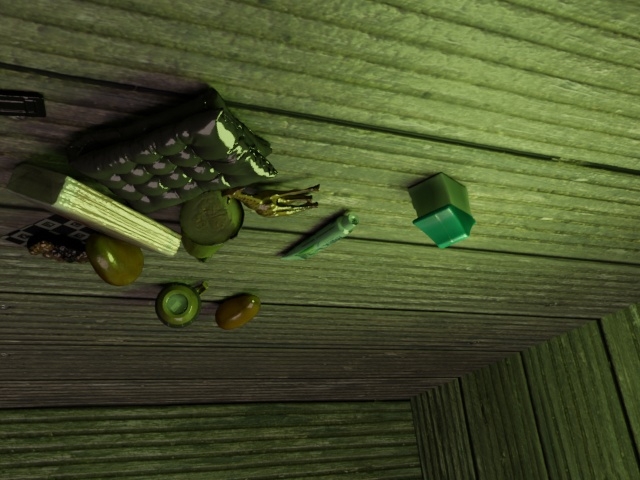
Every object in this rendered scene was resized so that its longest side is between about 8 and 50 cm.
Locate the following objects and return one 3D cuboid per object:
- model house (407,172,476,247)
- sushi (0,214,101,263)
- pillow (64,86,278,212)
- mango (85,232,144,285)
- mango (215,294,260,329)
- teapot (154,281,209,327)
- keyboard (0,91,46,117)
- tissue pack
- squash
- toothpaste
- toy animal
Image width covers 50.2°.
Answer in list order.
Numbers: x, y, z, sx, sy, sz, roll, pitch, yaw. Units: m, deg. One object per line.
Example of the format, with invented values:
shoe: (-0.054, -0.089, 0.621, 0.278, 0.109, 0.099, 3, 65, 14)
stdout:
model house: (0.279, -0.057, 1.552, 0.100, 0.148, 0.127, -28, 148, 33)
sushi: (-0.605, 0.022, 1.615, 0.192, 0.050, 0.215, -17, 154, 23)
pillow: (-0.269, -0.151, 1.264, 0.326, 0.101, 0.228, -16, 151, 17)
mango: (-0.474, 0.038, 1.562, 0.099, 0.136, 0.227, -26, 171, -2)
mango: (-0.252, 0.215, 2.113, 0.184, 0.084, 0.102, -36, 140, 31)
teapot: (-0.392, 0.177, 1.961, 0.166, 0.130, 0.119, -35, 176, -12)
keyboard: (-0.559, -0.225, 1.115, 0.204, 0.013, 0.061, 0, 156, -16)
tissue pack: (-0.447, -0.055, 1.384, 0.170, 0.071, 0.325, 14, 169, 33)
squash: (-0.276, -0.018, 1.551, 0.137, 0.137, 0.287, 4, 162, -23)
toothpaste: (0.000, 0.000, 1.741, 0.075, 0.048, 0.297, 3, 159, -34)
toy animal: (-0.112, -0.087, 1.453, 0.276, 0.054, 0.149, 2, 166, -40)
